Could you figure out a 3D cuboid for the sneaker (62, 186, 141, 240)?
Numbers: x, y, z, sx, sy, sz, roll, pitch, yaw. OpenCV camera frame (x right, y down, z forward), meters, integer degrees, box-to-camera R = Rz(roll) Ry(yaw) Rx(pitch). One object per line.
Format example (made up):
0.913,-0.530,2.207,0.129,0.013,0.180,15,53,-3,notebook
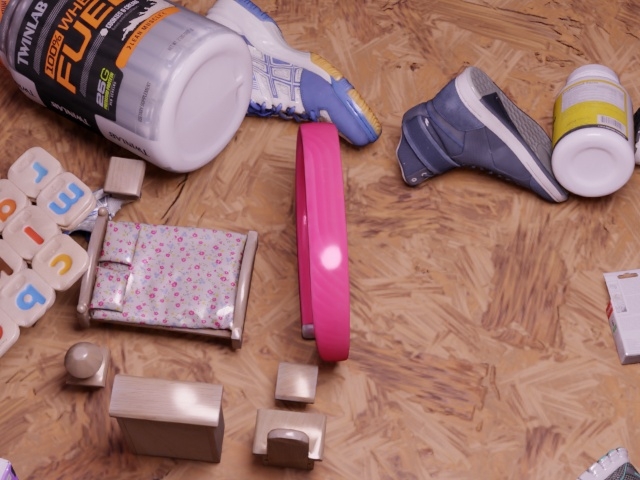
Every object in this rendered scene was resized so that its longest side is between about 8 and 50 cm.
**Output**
-0.282,-0.029,1.639,0.135,0.052,0.058,-23,84,-23,sneaker

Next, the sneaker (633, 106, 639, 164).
0.491,-0.198,1.747,0.108,0.100,0.272,26,67,2,sneaker

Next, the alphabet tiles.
-0.402,0.017,1.566,0.284,0.021,0.278,-46,53,-10,alphabet tiles

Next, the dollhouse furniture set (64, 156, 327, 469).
-0.129,0.057,1.489,0.303,0.174,0.356,6,68,1,dollhouse furniture set

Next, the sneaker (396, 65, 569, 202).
0.200,-0.104,1.682,0.226,0.163,0.086,43,34,-22,sneaker

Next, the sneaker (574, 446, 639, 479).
0.300,0.301,1.456,0.166,0.065,0.076,-34,70,-18,sneaker

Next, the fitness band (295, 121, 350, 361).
0.000,0.000,1.535,0.054,0.209,0.291,-3,59,-3,fitness band

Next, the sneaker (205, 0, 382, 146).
-0.054,-0.195,1.727,0.296,0.112,0.131,39,83,21,sneaker

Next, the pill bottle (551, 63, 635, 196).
0.349,-0.147,1.682,0.103,0.103,0.184,10,40,4,pill bottle

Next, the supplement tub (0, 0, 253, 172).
-0.258,-0.228,1.656,0.316,0.194,0.193,27,61,25,supplement tub

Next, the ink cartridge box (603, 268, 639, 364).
0.385,0.092,1.601,0.062,0.029,0.115,-7,59,-6,ink cartridge box

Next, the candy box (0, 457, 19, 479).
-0.361,0.324,1.335,0.070,0.196,0.165,15,60,7,candy box
